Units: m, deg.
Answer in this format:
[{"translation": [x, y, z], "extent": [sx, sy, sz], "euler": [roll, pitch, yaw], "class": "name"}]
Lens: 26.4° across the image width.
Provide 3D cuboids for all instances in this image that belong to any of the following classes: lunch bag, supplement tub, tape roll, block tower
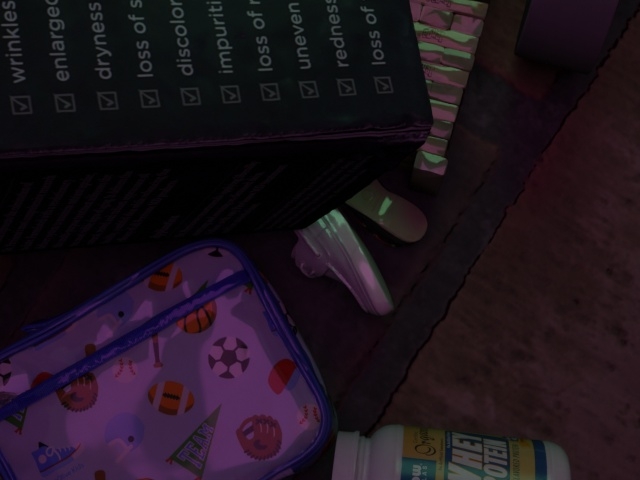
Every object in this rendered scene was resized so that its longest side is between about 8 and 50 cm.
[{"translation": [-0.154, 0.147, 1.210], "extent": [0.303, 0.115, 0.243], "euler": [-29, 81, 1], "class": "lunch bag"}, {"translation": [0.107, 0.236, 1.179], "extent": [0.200, 0.144, 0.144], "euler": [6, 80, 2], "class": "supplement tub"}, {"translation": [0.237, -0.263, 1.226], "extent": [0.072, 0.219, 0.219], "euler": [16, 81, 4], "class": "tape roll"}, {"translation": [0.113, -0.219, 1.287], "extent": [0.097, 0.091, 0.335], "euler": [14, 80, 5], "class": "block tower"}]

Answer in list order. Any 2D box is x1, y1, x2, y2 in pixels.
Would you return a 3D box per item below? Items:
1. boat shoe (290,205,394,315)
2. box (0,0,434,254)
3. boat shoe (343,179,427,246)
[{"translation": [0.000, 0.000, 1.266], "extent": [0.063, 0.066, 0.184], "euler": [-34, 82, 6], "class": "boat shoe"}, {"translation": [-0.217, -0.249, 1.080], "extent": [0.472, 0.297, 0.479], "euler": [-5, 77, -23], "class": "box"}, {"translation": [0.039, -0.042, 1.269], "extent": [0.133, 0.042, 0.049], "euler": [40, 67, -7], "class": "boat shoe"}]
